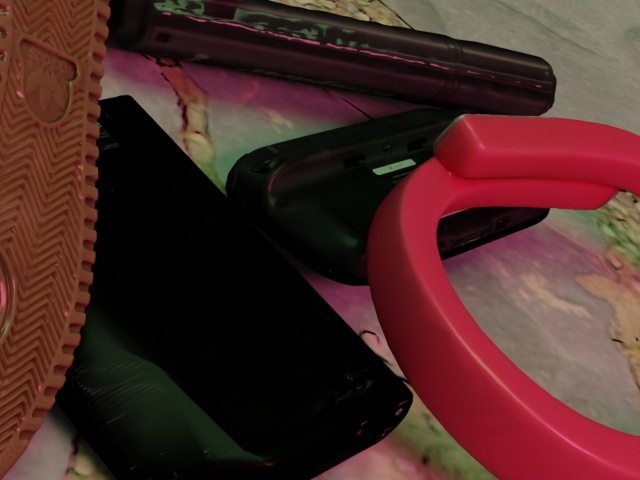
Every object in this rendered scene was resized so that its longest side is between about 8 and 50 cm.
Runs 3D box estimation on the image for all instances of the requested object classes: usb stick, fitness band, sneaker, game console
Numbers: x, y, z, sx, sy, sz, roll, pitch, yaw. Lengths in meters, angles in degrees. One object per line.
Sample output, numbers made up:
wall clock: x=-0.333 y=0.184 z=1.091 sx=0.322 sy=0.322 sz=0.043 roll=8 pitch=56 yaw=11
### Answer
usb stick: x=0.012 y=-0.112 z=0.779 sx=0.278 sy=0.045 sz=0.077 roll=8 pitch=7 yaw=-23
fitness band: x=0.146 y=0.035 z=0.658 sx=0.291 sy=0.054 sz=0.209 roll=-2 pitch=58 yaw=-43
sneaker: x=-0.173 y=-0.035 z=0.517 sx=0.099 sy=0.153 sz=0.282 roll=31 pitch=60 yaw=-57
game console: x=0.000 y=0.000 z=0.655 sx=0.361 sy=0.044 sz=0.213 roll=-19 pitch=57 yaw=-45
